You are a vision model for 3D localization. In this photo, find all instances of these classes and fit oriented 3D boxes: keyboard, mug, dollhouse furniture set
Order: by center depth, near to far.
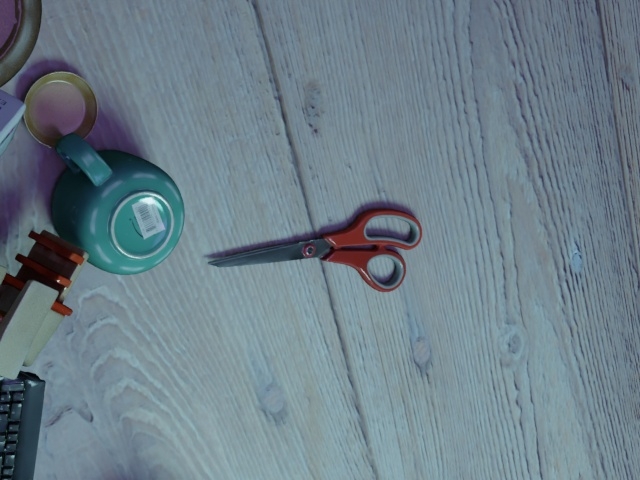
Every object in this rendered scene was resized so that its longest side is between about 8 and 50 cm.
[{"bbox_3d":[-0.354,0.020,1.169,0.135,0.262,0.259,-62,150,-6],"label":"dollhouse furniture set"},{"bbox_3d":[-0.401,0.265,1.255,0.201,0.033,0.317,1,121,-23],"label":"keyboard"},{"bbox_3d":[-0.224,-0.031,1.307,0.157,0.097,0.129,19,93,-37],"label":"mug"}]

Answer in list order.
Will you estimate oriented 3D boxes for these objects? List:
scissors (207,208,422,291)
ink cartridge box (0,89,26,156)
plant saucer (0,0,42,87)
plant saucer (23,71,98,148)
[{"bbox_3d":[0.000,0.000,1.504,0.297,0.021,0.109,9,100,-31],"label":"scissors"},{"bbox_3d":[-0.456,-0.095,0.988,0.324,0.330,0.071,30,126,-7],"label":"ink cartridge box"},{"bbox_3d":[-0.372,-0.235,1.214,0.198,0.036,0.199,-8,107,-29],"label":"plant saucer"},{"bbox_3d":[-0.282,-0.141,1.301,0.083,0.015,0.083,-8,106,-29],"label":"plant saucer"}]
